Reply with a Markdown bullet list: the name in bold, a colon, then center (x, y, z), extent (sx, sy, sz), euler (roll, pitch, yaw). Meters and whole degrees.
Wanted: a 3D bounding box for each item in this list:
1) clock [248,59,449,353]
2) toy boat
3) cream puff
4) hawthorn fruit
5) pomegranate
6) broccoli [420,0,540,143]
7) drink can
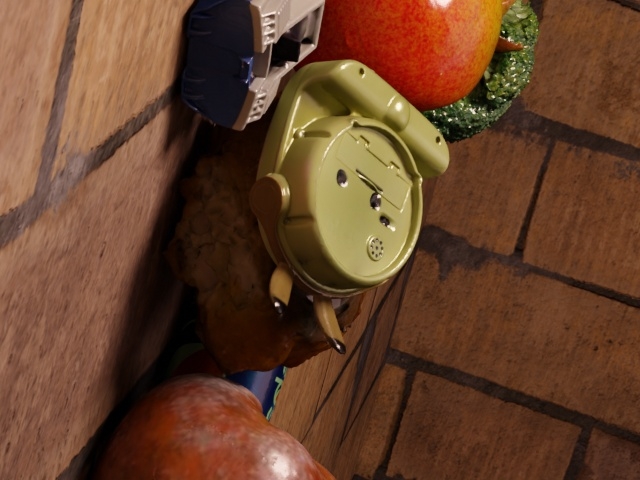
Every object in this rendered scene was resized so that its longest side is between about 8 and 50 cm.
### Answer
- **clock**: center (0.017, -0.024, 1.481), extent (0.170, 0.069, 0.232), euler (37, 63, -40)
- **toy boat**: center (-0.028, -0.219, 1.503), extent (0.295, 0.088, 0.129), euler (-62, 166, -51)
- **cream puff**: center (-0.035, -0.001, 1.579), extent (0.241, 0.155, 0.269), euler (44, 65, -43)
- **hawthorn fruit**: center (-0.095, 0.255, 1.554), extent (0.231, 0.235, 0.263), euler (-49, 157, -77)
- **pomegranate**: center (0.087, -0.227, 1.727), extent (0.221, 0.256, 0.221), euler (1, -89, 59)
- **broccoli**: center (0.141, -0.234, 2.149), extent (0.269, 0.242, 0.261), euler (-19, -153, 40)
- **drink can**: center (-0.088, 0.114, 1.727), extent (0.118, 0.118, 0.205), euler (67, 40, -78)
